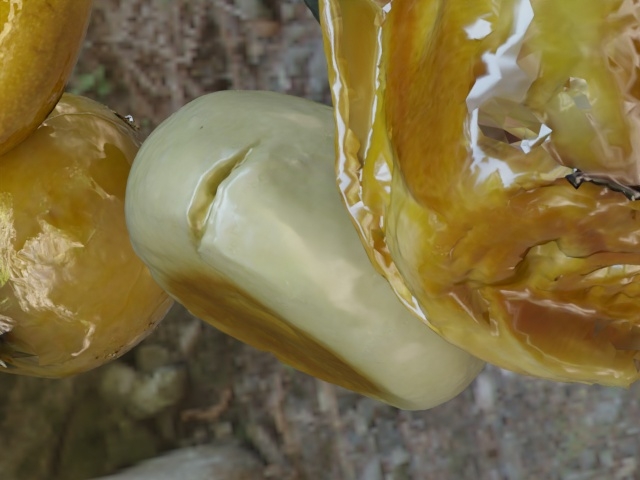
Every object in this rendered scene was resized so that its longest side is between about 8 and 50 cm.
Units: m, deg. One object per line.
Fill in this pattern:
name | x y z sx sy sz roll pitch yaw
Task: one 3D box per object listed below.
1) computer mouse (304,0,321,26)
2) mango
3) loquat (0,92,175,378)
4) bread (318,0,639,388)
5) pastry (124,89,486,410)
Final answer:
computer mouse | 0.108 -0.168 1.246 0.203 0.374 0.114 5 68 30
mango | -0.238 -0.160 1.182 0.262 0.157 0.109 -49 3 10
loquat | -0.219 -0.002 1.331 0.235 0.235 0.235 15 108 56
bread | 0.094 -0.120 0.558 0.149 0.195 0.344 132 144 -59
pastry | 0.000 0.000 0.630 0.156 0.156 0.092 9 74 57
